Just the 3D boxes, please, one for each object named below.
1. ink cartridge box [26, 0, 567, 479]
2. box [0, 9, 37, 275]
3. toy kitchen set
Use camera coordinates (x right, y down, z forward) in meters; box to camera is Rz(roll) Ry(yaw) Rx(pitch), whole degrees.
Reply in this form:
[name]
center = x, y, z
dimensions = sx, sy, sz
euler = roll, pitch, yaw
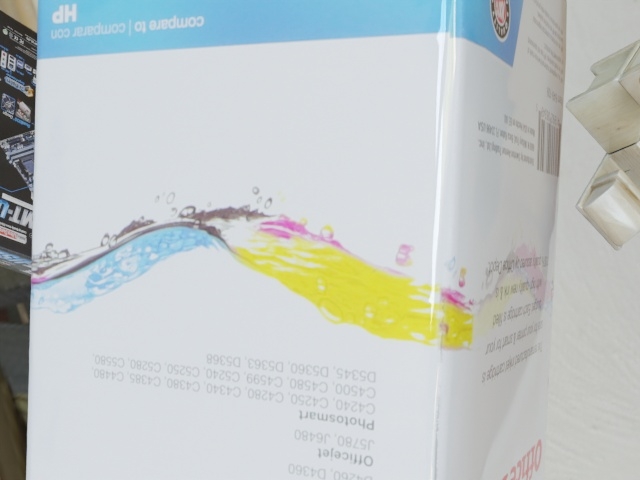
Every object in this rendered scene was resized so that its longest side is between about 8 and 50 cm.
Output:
[ink cartridge box]
center = 0.000, 0.000, 0.435
dimensions = 0.198, 0.197, 0.270
euler = 0, -88, -65
[box]
center = -0.377, -0.115, 1.113
dimensions = 0.295, 0.073, 0.293
euler = 29, -122, -60
[toy kitchen set]
center = 0.156, -0.040, 0.387
dimensions = 0.083, 0.068, 0.075
euler = 45, 150, -12
